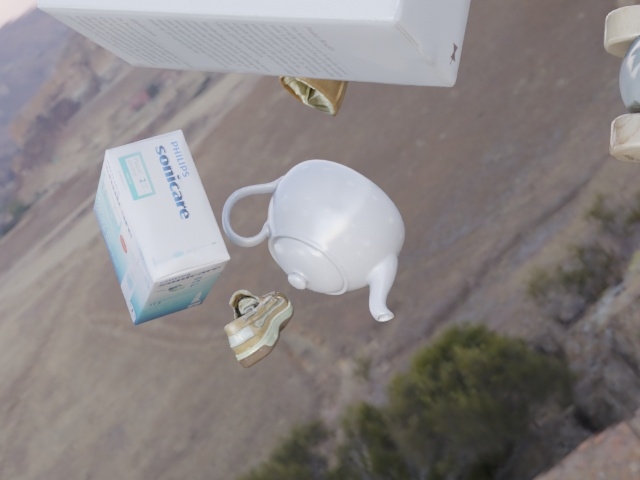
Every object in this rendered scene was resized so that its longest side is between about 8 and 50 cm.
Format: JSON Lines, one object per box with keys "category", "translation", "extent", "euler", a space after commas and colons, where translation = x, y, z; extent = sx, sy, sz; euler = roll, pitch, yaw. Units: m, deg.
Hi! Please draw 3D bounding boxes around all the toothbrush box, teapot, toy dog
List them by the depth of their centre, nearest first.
{"category": "toy dog", "translation": [0.379, -0.166, 1.173], "extent": [0.160, 0.220, 0.334], "euler": [1, 11, -5]}
{"category": "toothbrush box", "translation": [-0.254, -0.013, 1.963], "extent": [0.126, 0.216, 0.295], "euler": [-18, -10, -19]}
{"category": "teapot", "translation": [0.000, 0.000, 2.093], "extent": [0.256, 0.252, 0.187], "euler": [0, 47, 51]}

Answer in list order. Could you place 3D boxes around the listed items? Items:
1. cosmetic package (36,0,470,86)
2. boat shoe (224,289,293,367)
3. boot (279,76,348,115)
{"category": "cosmetic package", "translation": [-0.073, -0.299, 1.474], "extent": [0.453, 0.230, 0.162], "euler": [8, 82, 23]}
{"category": "boat shoe", "translation": [-0.081, 0.090, 1.566], "extent": [0.068, 0.072, 0.190], "euler": [-36, 9, 11]}
{"category": "boot", "translation": [0.044, -0.306, 1.818], "extent": [0.089, 0.236, 0.270], "euler": [7, 74, 35]}
